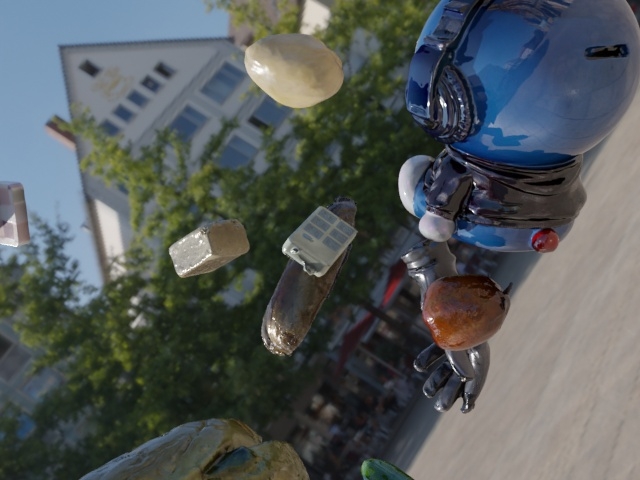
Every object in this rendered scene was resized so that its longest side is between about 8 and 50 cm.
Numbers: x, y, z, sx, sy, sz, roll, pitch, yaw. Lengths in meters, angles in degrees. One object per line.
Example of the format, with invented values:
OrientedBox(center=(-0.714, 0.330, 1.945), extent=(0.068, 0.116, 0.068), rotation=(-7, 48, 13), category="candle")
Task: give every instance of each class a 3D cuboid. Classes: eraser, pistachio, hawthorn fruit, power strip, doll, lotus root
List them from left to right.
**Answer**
OrientedBox(center=(-0.515, -0.045, 1.384), extent=(0.026, 0.065, 0.105), rotation=(-21, -67, -50), category="eraser")
OrientedBox(center=(-0.053, -0.338, 1.664), extent=(0.117, 0.200, 0.145), rotation=(-61, -21, -79), category="pistachio")
OrientedBox(center=(-0.028, 0.048, 1.521), extent=(0.167, 0.078, 0.329), rotation=(-19, 43, 56), category="lotus root")
OrientedBox(center=(0.000, 0.000, 1.378), extent=(0.035, 0.081, 0.192), rotation=(-54, -3, 26), category="power strip")
OrientedBox(center=(0.156, 0.070, 0.873), extent=(0.093, 0.081, 0.081), rotation=(-22, 13, 29), category="hawthorn fruit")
OrientedBox(center=(0.212, -0.150, 0.899), extent=(0.284, 0.240, 0.310), rotation=(-13, -62, -29), category="doll")

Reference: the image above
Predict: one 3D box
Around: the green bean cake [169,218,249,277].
OrientedBox(center=(-0.255, 0.018, 1.905), extent=(0.109, 0.085, 0.179), rotation=(-11, -12, -40), category="green bean cake")

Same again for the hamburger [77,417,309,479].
OrientedBox(center=(-0.156, 0.259, 0.727), extent=(0.285, 0.134, 0.265), rotation=(-28, -31, -33), category="hamburger")

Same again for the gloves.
OrientedBox(center=(0.200, 0.130, 1.316), extent=(0.142, 0.119, 0.285), rotation=(43, -140, -86), category="gloves")

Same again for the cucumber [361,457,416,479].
OrientedBox(center=(0.127, 0.303, 0.884), extent=(0.056, 0.250, 0.056), rotation=(-24, -54, -38), category="cucumber")
